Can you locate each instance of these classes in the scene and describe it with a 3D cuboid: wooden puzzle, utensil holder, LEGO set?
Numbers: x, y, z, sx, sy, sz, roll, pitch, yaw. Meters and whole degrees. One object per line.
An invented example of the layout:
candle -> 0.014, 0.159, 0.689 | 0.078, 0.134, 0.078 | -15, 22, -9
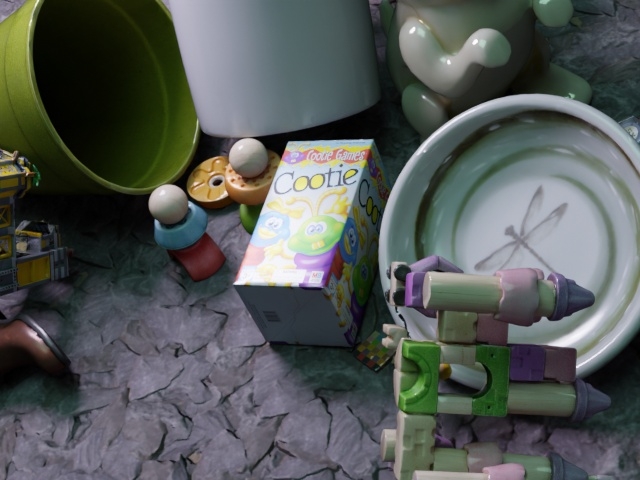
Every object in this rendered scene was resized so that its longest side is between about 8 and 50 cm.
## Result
wooden puzzle -> 0.077, 0.155, 1.601 | 0.049, 0.006, 0.083 | -43, 50, -18
utensil holder -> -0.083, -0.387, 1.805 | 0.327, 0.386, 0.328 | -9, 18, 3
LEGO set -> -0.535, -0.039, 1.806 | 0.331, 0.255, 0.192 | -3, 8, 30

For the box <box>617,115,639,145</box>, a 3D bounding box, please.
box -> 0.445, -0.054, 1.551 | 0.077, 0.147, 0.180 | -25, 46, -11

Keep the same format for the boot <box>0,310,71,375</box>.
boot -> -0.533, 0.225, 1.699 | 0.264, 0.096, 0.280 | 20, 61, 32

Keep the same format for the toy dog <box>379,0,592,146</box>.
toy dog -> 0.212, -0.363, 1.727 | 0.284, 0.408, 0.395 | -28, 48, -6

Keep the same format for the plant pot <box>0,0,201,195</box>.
plant pot -> -0.447, -0.225, 1.894 | 0.352, 0.366, 0.367 | -11, 45, 36

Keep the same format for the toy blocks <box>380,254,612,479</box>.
toy blocks -> 0.223, 0.167, 1.378 | 0.260, 0.309, 0.289 | 3, 90, -6

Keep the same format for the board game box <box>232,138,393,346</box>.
board game box -> 0.000, 0.000, 1.666 | 0.142, 0.144, 0.275 | 0, 51, 24

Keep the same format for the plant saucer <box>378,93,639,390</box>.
plant saucer -> 0.275, 0.009, 1.534 | 0.400, 0.100, 0.401 | -7, 76, 29

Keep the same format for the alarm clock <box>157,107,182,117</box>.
alarm clock -> -0.244, -0.242, 2.019 | 0.192, 0.064, 0.129 | -17, 47, 2

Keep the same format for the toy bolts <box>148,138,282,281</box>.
toy bolts -> -0.181, -0.079, 1.791 | 0.228, 0.158, 0.218 | -42, 50, -18

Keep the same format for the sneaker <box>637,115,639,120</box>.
sneaker -> 0.570, -0.085, 1.575 | 0.147, 0.130, 0.330 | -29, 49, -26
